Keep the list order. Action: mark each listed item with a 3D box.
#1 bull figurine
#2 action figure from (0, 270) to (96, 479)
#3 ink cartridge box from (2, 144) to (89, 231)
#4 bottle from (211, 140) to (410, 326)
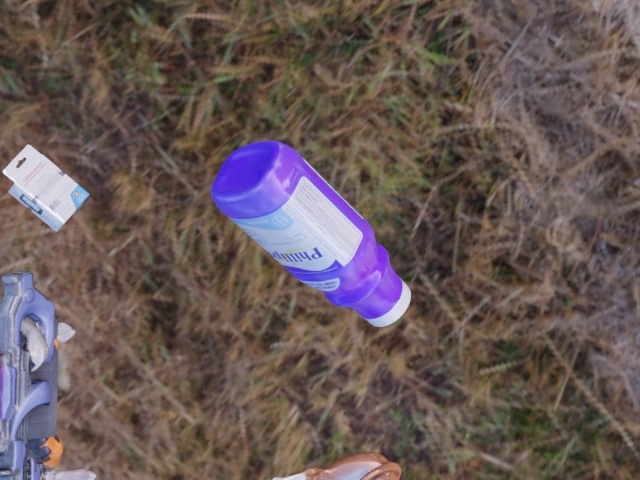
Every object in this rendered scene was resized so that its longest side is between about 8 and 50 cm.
[{"bbox_3d":[0.012,0.370,1.502,0.310,0.188,0.101,101,150,-46],"label":"bull figurine"},{"bbox_3d":[-0.356,0.213,1.271,0.178,0.330,0.341,-1,78,13],"label":"action figure"},{"bbox_3d":[-0.295,-0.056,1.258,0.083,0.048,0.028,42,146,-10],"label":"ink cartridge box"},{"bbox_3d":[0.000,0.000,1.384,0.118,0.092,0.283,-2,144,46],"label":"bottle"}]
